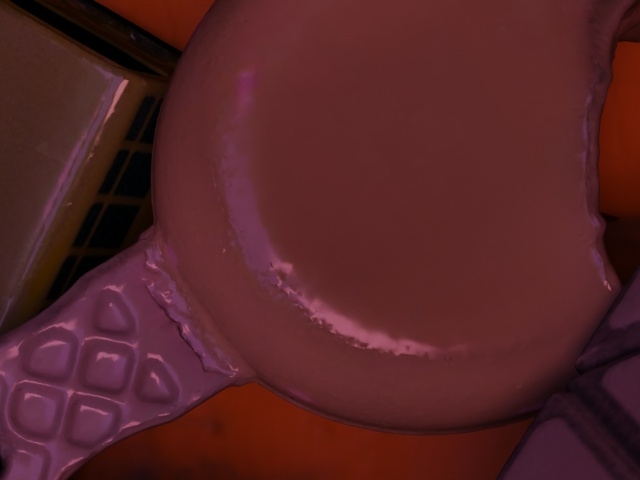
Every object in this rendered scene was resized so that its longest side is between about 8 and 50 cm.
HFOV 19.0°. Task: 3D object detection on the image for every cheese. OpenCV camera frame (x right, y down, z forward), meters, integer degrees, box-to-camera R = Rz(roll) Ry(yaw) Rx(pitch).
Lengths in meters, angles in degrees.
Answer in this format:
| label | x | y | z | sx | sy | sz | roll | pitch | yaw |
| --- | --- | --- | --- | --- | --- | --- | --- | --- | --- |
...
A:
| label | x | y | z | sx | sy | sz | roll | pitch | yaw |
| --- | --- | --- | --- | --- | --- | --- | --- | --- | --- |
| cheese | -0.012 | -0.017 | 0.548 | 0.249 | 0.071 | 0.163 | -12 | 83 | -5 |

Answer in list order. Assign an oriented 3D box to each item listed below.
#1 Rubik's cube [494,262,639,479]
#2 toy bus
| label | x | y | z | sx | sy | sz | roll | pitch | yaw |
| --- | --- | --- | --- | --- | --- | --- | --- | --- | --- |
| Rubik's cube | 0.131 | 0.117 | 0.428 | 0.233 | 0.228 | 0.229 | 24 | 106 | 26 |
| toy bus | -0.105 | 0.009 | 0.621 | 0.088 | 0.101 | 0.175 | 31 | 100 | 21 |
